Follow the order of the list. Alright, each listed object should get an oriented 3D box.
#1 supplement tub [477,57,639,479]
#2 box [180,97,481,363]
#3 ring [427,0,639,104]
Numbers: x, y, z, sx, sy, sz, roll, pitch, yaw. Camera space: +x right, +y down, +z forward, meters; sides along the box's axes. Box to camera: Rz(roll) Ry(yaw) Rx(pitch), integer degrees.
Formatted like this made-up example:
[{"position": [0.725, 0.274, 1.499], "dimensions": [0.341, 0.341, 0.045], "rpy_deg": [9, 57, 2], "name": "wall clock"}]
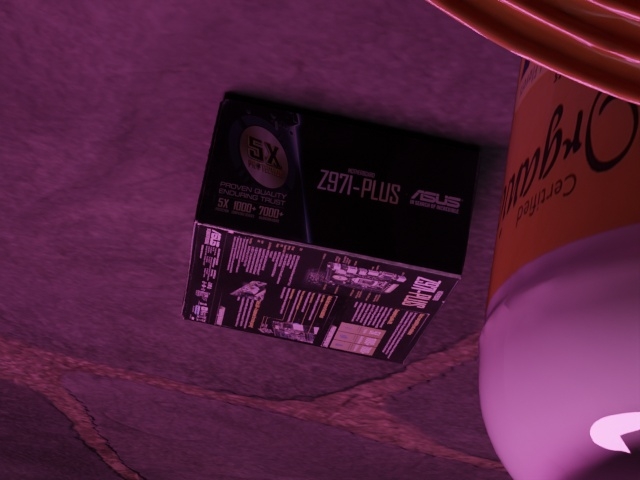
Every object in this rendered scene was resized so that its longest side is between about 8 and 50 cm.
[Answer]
[{"position": [0.167, -0.023, 0.436], "dimensions": [0.228, 0.316, 0.228], "rpy_deg": [9, 159, 4], "name": "supplement tub"}, {"position": [0.000, 0.000, 0.915], "dimensions": [0.147, 0.078, 0.180], "rpy_deg": [12, 160, -3], "name": "box"}, {"position": [0.093, -0.162, 0.233], "dimensions": [0.336, 0.032, 0.337], "rpy_deg": [11, 123, 18], "name": "ring"}]
